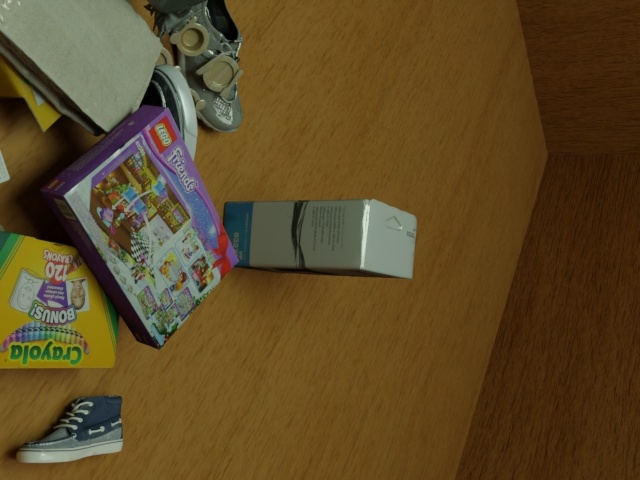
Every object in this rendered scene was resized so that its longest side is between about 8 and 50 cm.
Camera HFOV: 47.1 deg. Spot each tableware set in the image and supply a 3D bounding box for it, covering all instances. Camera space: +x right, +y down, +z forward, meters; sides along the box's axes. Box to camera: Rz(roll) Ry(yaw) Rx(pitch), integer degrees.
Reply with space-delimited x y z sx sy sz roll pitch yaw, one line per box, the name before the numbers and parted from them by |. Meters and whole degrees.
tableware set | -0.219 -0.283 1.219 0.141 0.020 0.169 -40 131 2

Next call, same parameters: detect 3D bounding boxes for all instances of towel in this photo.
towel | -0.314 -0.269 0.957 0.282 0.049 0.187 55 47 -58

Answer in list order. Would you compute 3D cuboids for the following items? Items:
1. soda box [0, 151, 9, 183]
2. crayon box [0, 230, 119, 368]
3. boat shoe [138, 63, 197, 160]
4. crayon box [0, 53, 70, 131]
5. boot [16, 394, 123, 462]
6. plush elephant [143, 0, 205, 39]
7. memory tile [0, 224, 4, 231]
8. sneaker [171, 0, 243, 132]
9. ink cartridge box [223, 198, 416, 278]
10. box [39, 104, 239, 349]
soda box | -0.453 -0.161 0.873 0.074 0.069 0.216 -38 122 -52
crayon box | -0.382 0.083 0.960 0.278 0.081 0.165 20 72 -64
boat shoe | -0.268 -0.116 1.123 0.102 0.108 0.301 -16 125 -50
crayon box | -0.391 -0.327 0.928 0.203 0.083 0.323 -61 147 -39
boot | -0.359 0.270 1.060 0.190 0.069 0.086 20 67 -66
plush elephant | -0.209 -0.462 0.998 0.272 0.330 0.255 -29 93 -34
memory tile | -0.445 0.055 0.947 0.113 0.012 0.148 -27 113 -56
sneaker | -0.184 -0.319 1.273 0.105 0.115 0.281 -49 131 -47
ink cartridge box | 0.000 0.000 1.408 0.223 0.307 0.129 14 79 -58
box | -0.241 -0.015 1.048 0.201 0.057 0.293 -50 137 -34
